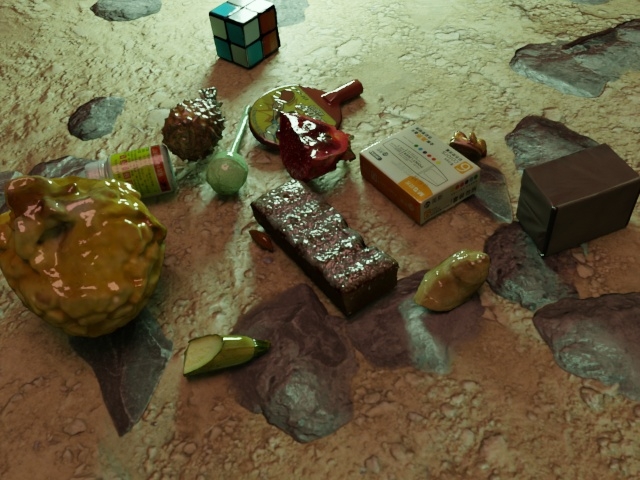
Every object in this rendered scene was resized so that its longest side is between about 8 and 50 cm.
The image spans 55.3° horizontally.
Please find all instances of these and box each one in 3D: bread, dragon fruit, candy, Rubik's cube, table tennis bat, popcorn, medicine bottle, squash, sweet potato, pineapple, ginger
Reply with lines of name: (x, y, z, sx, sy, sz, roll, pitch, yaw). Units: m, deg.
bread: (0.000, 0.000, 1.519, 0.165, 0.113, 0.416, -30, 51, -23)
dragon fruit: (0.002, -0.246, 1.728, 0.211, 0.134, 0.262, -6, 40, -19)
candy: (-0.254, -0.291, 1.823, 0.119, 0.119, 0.440, -1, 41, 5)
Rubik's cube: (-0.264, -0.741, 2.158, 0.167, 0.183, 0.180, 29, 58, 29)
table tennis bat: (-0.035, -0.407, 1.915, 0.414, 0.051, 0.268, -31, 63, -24)
popcorn: (-0.548, 0.028, 1.412, 0.344, 0.354, 0.390, -25, 91, -43)
medicine bottle: (-0.526, -0.180, 1.707, 0.225, 0.139, 0.139, -14, 49, -8)
squash: (-0.207, 0.241, 1.346, 0.200, 0.075, 0.090, -11, 22, -7)
sweet potato: (-0.156, -0.005, 1.588, 0.095, 0.034, 0.034, 35, 59, 27)
pineapple: (-0.349, -0.361, 1.788, 0.175, 0.175, 0.361, 0, 35, 5)
ginger: (0.308, 0.090, 1.414, 0.193, 0.123, 0.115, -38, 76, -19)

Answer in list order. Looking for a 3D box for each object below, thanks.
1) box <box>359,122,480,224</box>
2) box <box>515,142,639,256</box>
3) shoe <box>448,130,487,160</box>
box: (0.270, -0.189, 1.676, 0.220, 0.091, 0.274, -31, 52, -20)
box: (0.627, -0.102, 1.504, 0.252, 0.188, 0.153, -19, 50, -9)
shoe: (0.426, -0.278, 1.753, 0.109, 0.072, 0.069, 9, 55, 13)
